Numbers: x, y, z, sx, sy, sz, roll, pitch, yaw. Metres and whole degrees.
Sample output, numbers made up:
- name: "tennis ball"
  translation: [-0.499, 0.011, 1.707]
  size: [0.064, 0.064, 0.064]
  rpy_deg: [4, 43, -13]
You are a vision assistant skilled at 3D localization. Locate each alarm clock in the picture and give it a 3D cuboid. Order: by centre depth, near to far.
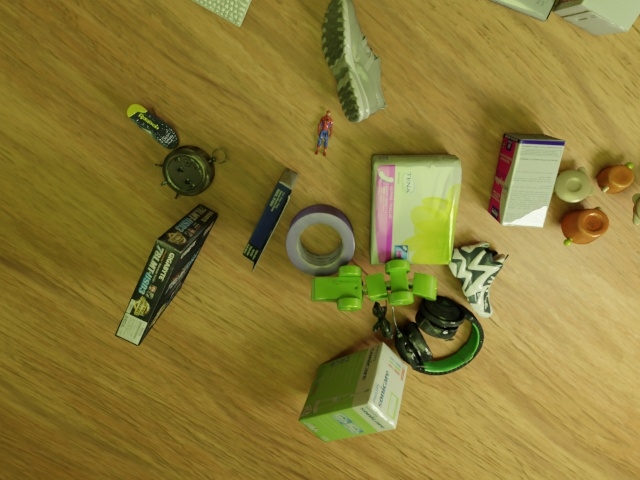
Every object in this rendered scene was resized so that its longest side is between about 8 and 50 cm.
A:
- name: "alarm clock"
  translation: [-0.336, -0.192, 1.116]
  size: [0.192, 0.064, 0.129]
  rpy_deg: [-24, 109, 8]

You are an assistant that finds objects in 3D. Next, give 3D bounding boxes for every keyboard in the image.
- name: "keyboard"
  translation: [-0.289, -0.597, 0.975]
  size: [0.256, 0.014, 0.072]
  rpy_deg: [26, 110, -9]

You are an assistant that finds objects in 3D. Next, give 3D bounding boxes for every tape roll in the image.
- name: "tape roll"
  translation: [0.000, 0.000, 1.169]
  size: [0.189, 0.080, 0.189]
  rpy_deg: [1, 111, 2]

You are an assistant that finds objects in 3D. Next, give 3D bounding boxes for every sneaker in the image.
- name: "sneaker"
  translation: [0.085, -0.432, 1.002]
  size: [0.115, 0.105, 0.281]
  rpy_deg: [-22, 109, -26]
- name: "sneaker"
  translation: [-0.432, -0.295, 1.084]
  size: [0.144, 0.059, 0.053]
  rpy_deg: [43, 79, -32]
- name: "sneaker"
  translation: [0.474, 0.103, 1.185]
  size: [0.153, 0.094, 0.235]
  rpy_deg: [-28, 98, 21]

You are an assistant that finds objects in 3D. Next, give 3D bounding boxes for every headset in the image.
- name: "headset"
  translation: [0.311, 0.280, 1.214]
  size: [0.394, 0.185, 0.243]
  rpy_deg: [30, 110, -20]

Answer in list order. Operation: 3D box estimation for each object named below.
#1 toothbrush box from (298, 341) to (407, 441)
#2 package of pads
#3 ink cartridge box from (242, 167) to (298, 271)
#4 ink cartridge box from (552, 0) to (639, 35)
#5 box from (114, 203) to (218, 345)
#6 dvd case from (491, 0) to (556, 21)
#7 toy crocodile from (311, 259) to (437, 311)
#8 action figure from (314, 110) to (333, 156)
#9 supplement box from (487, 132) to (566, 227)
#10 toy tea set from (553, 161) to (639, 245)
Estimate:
- name: "toothbrush box"
  translation: [0.096, 0.449, 1.231]
  size: [0.122, 0.206, 0.283]
  rpy_deg: [45, 129, -14]
- name: "package of pads"
  translation: [0.248, -0.080, 1.117]
  size: [0.229, 0.101, 0.297]
  rpy_deg: [-1, 112, 3]
- name: "ink cartridge box"
  translation: [-0.130, -0.061, 1.072]
  size: [0.045, 0.224, 0.223]
  rpy_deg: [26, 110, -9]
- name: "ink cartridge box"
  translation: [0.628, -0.555, 0.898]
  size: [0.127, 0.128, 0.176]
  rpy_deg: [25, 112, -8]
- name: "box"
  translation: [-0.394, 0.076, 1.098]
  size: [0.073, 0.295, 0.293]
  rpy_deg: [30, 109, -9]
- name: "dvd case"
  translation: [0.433, -0.627, 0.933]
  size: [0.253, 0.022, 0.180]
  rpy_deg: [18, 112, -5]
- name: "toy crocodile"
  translation: [0.142, 0.128, 1.125]
  size: [0.340, 0.105, 0.115]
  rpy_deg: [-6, 67, 8]
- name: "action figure"
  translation: [0.011, -0.278, 1.086]
  size: [0.038, 0.030, 0.115]
  rpy_deg: [12, 110, 3]
- name: "supplement box"
  translation: [0.520, -0.154, 1.072]
  size: [0.114, 0.111, 0.220]
  rpy_deg: [2, 112, 1]
- name: "toy tea set"
  translation: [0.779, -0.108, 1.103]
  size: [0.336, 0.124, 0.200]
  rpy_deg: [-12, 82, 10]
